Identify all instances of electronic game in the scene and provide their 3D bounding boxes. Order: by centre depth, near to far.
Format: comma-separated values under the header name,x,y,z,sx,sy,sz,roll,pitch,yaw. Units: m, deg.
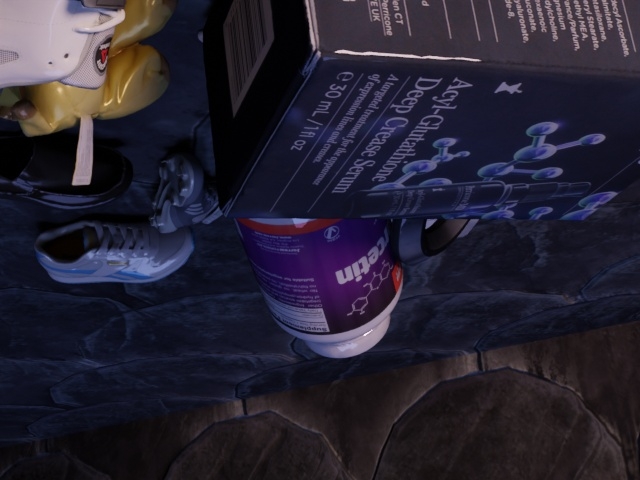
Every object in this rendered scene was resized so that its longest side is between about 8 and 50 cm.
name,x,y,z,sx,sy,sz,roll,pitch,yaw
electronic game,0.154,-0.073,1.273,0.048,0.229,0.229,30,174,23

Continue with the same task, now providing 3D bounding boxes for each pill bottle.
name,x,y,z,sx,sy,sz,roll,pitch,yaw
pill bottle,0.000,0.000,1.287,0.182,0.181,0.323,-9,137,8

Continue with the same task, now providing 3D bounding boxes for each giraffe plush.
name,x,y,z,sx,sy,sz,roll,pitch,yaw
giraffe plush,-0.250,-0.168,0.935,0.170,0.210,0.181,16,177,30

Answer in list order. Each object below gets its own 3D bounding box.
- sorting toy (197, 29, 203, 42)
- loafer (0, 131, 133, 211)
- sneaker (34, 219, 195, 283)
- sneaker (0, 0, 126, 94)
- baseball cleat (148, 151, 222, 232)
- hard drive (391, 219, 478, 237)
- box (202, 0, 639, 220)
name,x,y,z,sx,sy,sz,roll,pitch,yaw
sorting toy,-0.075,-0.205,1.079,0.083,0.012,0.062,-12,160,17
loafer,-0.328,-0.084,1.238,0.220,0.080,0.078,0,160,-17
sneaker,-0.295,0.012,1.521,0.229,0.087,0.092,-9,159,2
sneaker,-0.180,-0.193,0.760,0.330,0.146,0.122,-38,-166,20
baseball cleat,-0.163,-0.070,1.383,0.109,0.072,0.206,-13,170,-24
hard drive,0.067,-0.055,1.484,0.339,0.064,0.237,-4,161,-11
box,0.122,-0.167,0.945,0.396,0.212,0.293,-1,158,-19
